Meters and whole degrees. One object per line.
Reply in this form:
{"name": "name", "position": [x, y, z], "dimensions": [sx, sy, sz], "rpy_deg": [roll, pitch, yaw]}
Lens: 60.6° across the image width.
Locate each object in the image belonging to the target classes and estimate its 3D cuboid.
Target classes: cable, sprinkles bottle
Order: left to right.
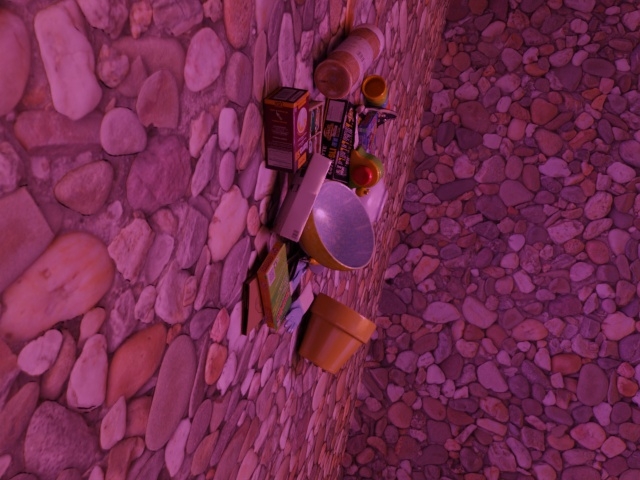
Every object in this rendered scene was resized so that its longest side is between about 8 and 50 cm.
{"name": "cable", "position": [-0.053, 0.041, 1.738], "dimensions": [0.287, 0.072, 0.139], "rpy_deg": [-38, 127, -64]}
{"name": "sprinkles bottle", "position": [0.095, -0.561, 1.691], "dimensions": [0.355, 0.121, 0.121], "rpy_deg": [-59, 156, -47]}

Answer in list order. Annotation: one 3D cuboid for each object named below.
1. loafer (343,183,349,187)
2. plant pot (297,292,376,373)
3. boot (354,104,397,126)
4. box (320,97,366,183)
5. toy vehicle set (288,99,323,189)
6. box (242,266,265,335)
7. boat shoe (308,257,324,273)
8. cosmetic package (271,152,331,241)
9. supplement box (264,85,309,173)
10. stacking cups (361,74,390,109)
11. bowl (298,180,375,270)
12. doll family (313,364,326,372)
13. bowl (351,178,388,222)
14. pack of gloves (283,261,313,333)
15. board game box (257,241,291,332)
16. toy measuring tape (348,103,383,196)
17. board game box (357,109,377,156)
{"name": "loafer", "position": [0.108, -0.206, 2.156], "dimensions": [0.045, 0.039, 0.125], "rpy_deg": [63, 42, -67]}
{"name": "plant pot", "position": [0.045, 0.358, 2.050], "dimensions": [0.238, 0.254, 0.254], "rpy_deg": [-59, 161, -9]}
{"name": "boot", "position": [0.201, -0.435, 2.144], "dimensions": [0.237, 0.085, 0.178], "rpy_deg": [-8, 115, -46]}
{"name": "box", "position": [0.077, -0.331, 1.889], "dimensions": [0.322, 0.080, 0.256], "rpy_deg": [-10, 111, -73]}
{"name": "toy vehicle set", "position": [-0.043, -0.264, 1.605], "dimensions": [0.166, 0.035, 0.266], "rpy_deg": [-50, 149, -58]}
{"name": "box", "position": [-0.165, 0.149, 1.537], "dimensions": [0.201, 0.021, 0.164], "rpy_deg": [-48, 147, -61]}
{"name": "boat shoe", "position": [0.000, 0.000, 1.899], "dimensions": [0.076, 0.080, 0.228], "rpy_deg": [-96, -170, -74]}
{"name": "cosmetic package", "position": [-0.055, -0.121, 1.493], "dimensions": [0.238, 0.061, 0.099], "rpy_deg": [-67, -161, -1]}
{"name": "supplement box", "position": [-0.083, -0.277, 1.376], "dimensions": [0.104, 0.081, 0.188], "rpy_deg": [-57, 155, -50]}
{"name": "stacking cups", "position": [0.244, -0.578, 2.234], "dimensions": [0.316, 0.096, 0.095], "rpy_deg": [11, 91, -74]}
{"name": "bowl", "position": [0.021, -0.025, 1.709], "dimensions": [0.290, 0.156, 0.289], "rpy_deg": [26, 53, -40]}
{"name": "doll family", "position": [0.005, 0.455, 2.259], "dimensions": [0.192, 0.076, 0.111], "rpy_deg": [77, 35, -51]}
{"name": "bowl", "position": [0.190, -0.159, 2.215], "dimensions": [0.298, 0.134, 0.297], "rpy_deg": [18, 90, -82]}
{"name": "pack of gloves", "position": [-0.095, 0.176, 1.793], "dimensions": [0.232, 0.046, 0.194], "rpy_deg": [-56, 141, -55]}
{"name": "board game box", "position": [-0.126, 0.138, 1.557], "dimensions": [0.259, 0.039, 0.124], "rpy_deg": [84, 25, -42]}
{"name": "toy measuring tape", "position": [0.164, -0.295, 1.872], "dimensions": [0.121, 0.122, 0.329], "rpy_deg": [-54, 153, -54]}
{"name": "board game box", "position": [0.168, -0.351, 1.983], "dimensions": [0.136, 0.035, 0.201], "rpy_deg": [-60, 157, -46]}
